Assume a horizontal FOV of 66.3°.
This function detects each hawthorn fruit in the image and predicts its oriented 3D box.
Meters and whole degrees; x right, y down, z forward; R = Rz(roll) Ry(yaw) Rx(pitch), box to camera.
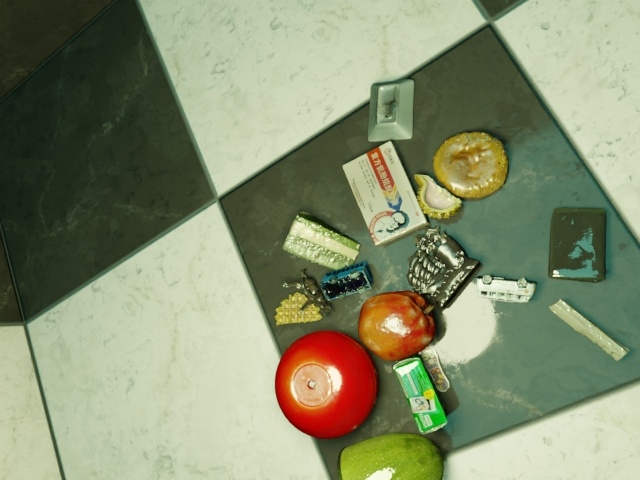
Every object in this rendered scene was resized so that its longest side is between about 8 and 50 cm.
[{"bbox_3d":[0.285,0.271,1.695,0.300,0.254,0.254,-42,68,33],"label":"hawthorn fruit"}]

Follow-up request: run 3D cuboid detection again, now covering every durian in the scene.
[{"bbox_3d":[0.409,-0.156,1.801,0.141,0.078,0.224,-27,60,-10],"label":"durian"}]

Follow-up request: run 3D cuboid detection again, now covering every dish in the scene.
[{"bbox_3d":[0.267,-0.518,1.913,0.182,0.080,0.242,1,84,23],"label":"dish"}]

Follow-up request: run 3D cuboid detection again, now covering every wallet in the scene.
[{"bbox_3d":[0.848,0.011,1.614,0.169,0.052,0.244,4,80,24],"label":"wallet"}]

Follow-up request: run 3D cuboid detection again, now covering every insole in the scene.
[{"bbox_3d":[0.405,0.452,1.768,0.065,0.004,0.197,-28,73,17],"label":"insole"}]

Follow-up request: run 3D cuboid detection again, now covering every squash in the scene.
[{"bbox_3d":[0.262,0.781,1.630,0.309,0.310,0.310,-33,72,14],"label":"squash"}]

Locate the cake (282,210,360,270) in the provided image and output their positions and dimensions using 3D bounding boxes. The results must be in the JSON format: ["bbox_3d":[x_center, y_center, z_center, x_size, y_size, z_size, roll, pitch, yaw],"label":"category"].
[{"bbox_3d":[0.005,0.003,1.973,0.284,0.172,0.157,24,101,-9],"label":"cake"}]

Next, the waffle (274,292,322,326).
[{"bbox_3d":[-0.097,0.297,1.980,0.192,0.046,0.160,-42,69,14],"label":"waffle"}]

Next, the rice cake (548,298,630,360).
[{"bbox_3d":[0.857,0.283,1.573,0.256,0.052,0.057,43,129,22],"label":"rice cake"}]

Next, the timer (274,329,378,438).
[{"bbox_3d":[0.018,0.517,1.778,0.379,0.279,0.377,-4,79,22],"label":"timer"}]

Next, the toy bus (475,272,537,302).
[{"bbox_3d":[0.629,0.163,1.668,0.194,0.087,0.088,4,92,23],"label":"toy bus"}]

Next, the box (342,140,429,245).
[{"bbox_3d":[0.247,-0.179,1.887,0.215,0.069,0.352,-25,76,18],"label":"box"}]

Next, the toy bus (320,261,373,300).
[{"bbox_3d":[0.101,0.155,1.879,0.185,0.106,0.090,-18,111,20],"label":"toy bus"}]

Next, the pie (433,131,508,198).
[{"bbox_3d":[0.541,-0.278,1.771,0.274,0.069,0.272,-3,80,19],"label":"pie"}]

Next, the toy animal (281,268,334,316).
[{"bbox_3d":[-0.043,0.208,1.926,0.084,0.148,0.232,-51,55,21],"label":"toy animal"}]

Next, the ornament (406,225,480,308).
[{"bbox_3d":[0.411,0.086,1.770,0.260,0.106,0.251,39,97,28],"label":"ornament"}]

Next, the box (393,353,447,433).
[{"bbox_3d":[0.344,0.521,1.692,0.103,0.180,0.249,-25,76,7],"label":"box"}]
